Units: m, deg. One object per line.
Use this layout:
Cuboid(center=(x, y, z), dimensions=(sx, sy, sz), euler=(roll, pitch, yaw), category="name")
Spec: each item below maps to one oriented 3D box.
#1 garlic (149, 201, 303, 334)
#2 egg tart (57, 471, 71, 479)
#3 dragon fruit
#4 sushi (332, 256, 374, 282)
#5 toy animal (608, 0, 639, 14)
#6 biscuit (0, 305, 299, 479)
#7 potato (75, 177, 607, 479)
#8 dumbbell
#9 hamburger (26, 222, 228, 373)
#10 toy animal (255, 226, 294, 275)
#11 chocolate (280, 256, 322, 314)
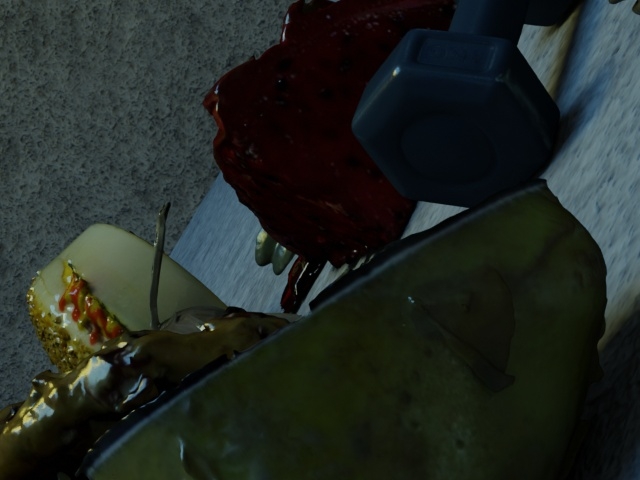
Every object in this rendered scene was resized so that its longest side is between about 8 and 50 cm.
Cuboid(center=(-0.073, 0.097, 1.612), dimensions=(0.207, 0.207, 0.257), euler=(-44, 58, 60), category="garlic")
Cuboid(center=(-0.242, 0.295, 1.148), dimensions=(0.341, 0.132, 0.341), euler=(-62, -8, -15), category="egg tart")
Cuboid(center=(0.012, -0.162, 1.844), dimensions=(0.329, 0.228, 0.286), euler=(-64, 8, -12), category="dragon fruit")
Cuboid(center=(0.003, 0.091, 1.717), dimensions=(0.201, 0.031, 0.139), euler=(-63, 10, -15), category="sushi")
Cuboid(center=(0.247, -0.292, 1.311), dimensions=(0.284, 0.225, 0.302), euler=(79, -154, -75), category="toy animal")
Cuboid(center=(-0.081, 0.124, 1.249), dimensions=(0.289, 0.334, 0.081), euler=(-30, 63, 31), category="biscuit")
Cuboid(center=(0.046, 0.122, 0.978), dimensions=(0.299, 0.196, 0.246), euler=(-34, -8, -7), category="potato")
Cuboid(center=(0.137, -0.175, 1.470), dimensions=(0.143, 0.156, 0.316), euler=(-15, 37, 33), category="dumbbell")
Cuboid(center=(-0.200, 0.111, 2.004), dimensions=(0.179, 0.276, 0.294), euler=(-50, 4, -6), category="hamburger")
Cuboid(center=(-0.019, -0.085, 2.149), dimensions=(0.108, 0.138, 0.236), euler=(-20, -45, -55), category="toy animal")
Cuboid(center=(0.000, 0.000, 2.025), dimensions=(0.182, 0.028, 0.086), euler=(-57, 12, 12), category="chocolate")
